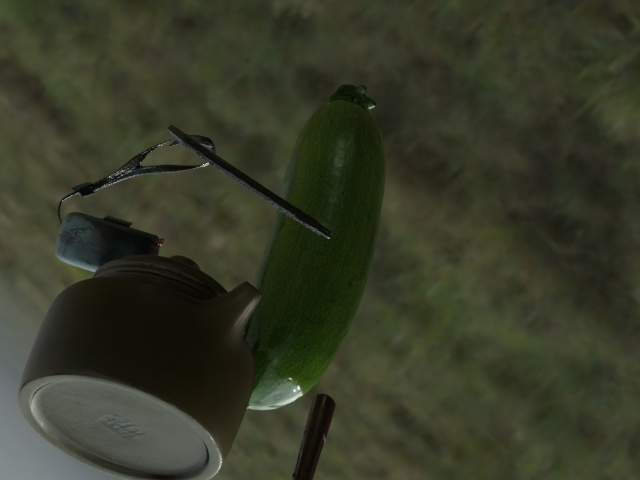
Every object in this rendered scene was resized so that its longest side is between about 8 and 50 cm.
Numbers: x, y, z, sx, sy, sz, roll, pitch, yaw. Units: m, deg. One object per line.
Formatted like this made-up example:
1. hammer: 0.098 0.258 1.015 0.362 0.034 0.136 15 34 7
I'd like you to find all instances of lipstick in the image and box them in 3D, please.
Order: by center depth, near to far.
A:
1. lipstick: -0.011 0.208 1.690 0.027 0.027 0.176 49 -156 -15

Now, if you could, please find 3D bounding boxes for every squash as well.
1. squash: 0.000 0.000 1.639 0.107 0.395 0.107 10 142 8

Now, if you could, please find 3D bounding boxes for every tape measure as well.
1. tape measure: -0.176 -0.043 1.629 0.104 0.180 0.107 33 173 -17

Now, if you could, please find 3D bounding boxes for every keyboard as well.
1. keyboard: -0.057 -0.046 1.380 0.155 0.010 0.053 33 -178 -25

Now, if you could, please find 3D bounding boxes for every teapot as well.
1. teapot: -0.150 0.094 1.447 0.267 0.175 0.185 -17 131 42
